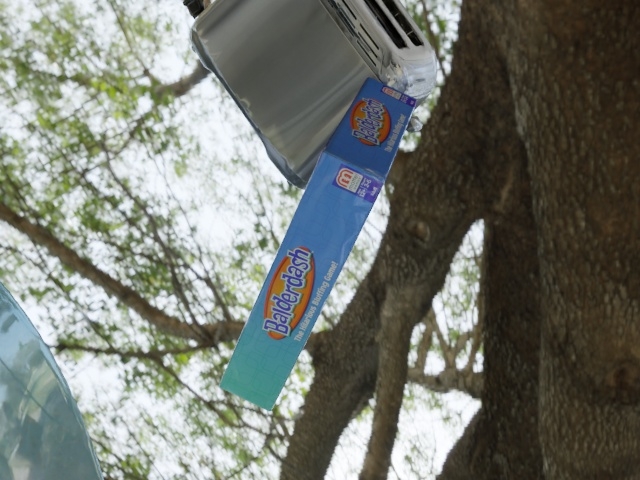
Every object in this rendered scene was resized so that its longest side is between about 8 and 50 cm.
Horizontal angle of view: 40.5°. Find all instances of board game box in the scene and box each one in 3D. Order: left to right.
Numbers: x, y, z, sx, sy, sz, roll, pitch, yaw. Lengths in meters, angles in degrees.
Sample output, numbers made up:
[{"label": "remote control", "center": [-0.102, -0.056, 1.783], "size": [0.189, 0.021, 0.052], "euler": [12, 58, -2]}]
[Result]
[{"label": "board game box", "center": [0.000, 0.000, 0.649], "size": [0.047, 0.210, 0.160], "euler": [25, -150, 1]}]

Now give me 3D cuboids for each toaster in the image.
[{"label": "toaster", "center": [-0.006, -0.167, 0.755], "size": [0.146, 0.129, 0.227], "euler": [-37, -96, 29]}]

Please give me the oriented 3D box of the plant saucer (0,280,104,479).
[{"label": "plant saucer", "center": [-0.126, 0.088, 0.300], "size": [0.037, 0.195, 0.195], "euler": [-23, -133, 2]}]
